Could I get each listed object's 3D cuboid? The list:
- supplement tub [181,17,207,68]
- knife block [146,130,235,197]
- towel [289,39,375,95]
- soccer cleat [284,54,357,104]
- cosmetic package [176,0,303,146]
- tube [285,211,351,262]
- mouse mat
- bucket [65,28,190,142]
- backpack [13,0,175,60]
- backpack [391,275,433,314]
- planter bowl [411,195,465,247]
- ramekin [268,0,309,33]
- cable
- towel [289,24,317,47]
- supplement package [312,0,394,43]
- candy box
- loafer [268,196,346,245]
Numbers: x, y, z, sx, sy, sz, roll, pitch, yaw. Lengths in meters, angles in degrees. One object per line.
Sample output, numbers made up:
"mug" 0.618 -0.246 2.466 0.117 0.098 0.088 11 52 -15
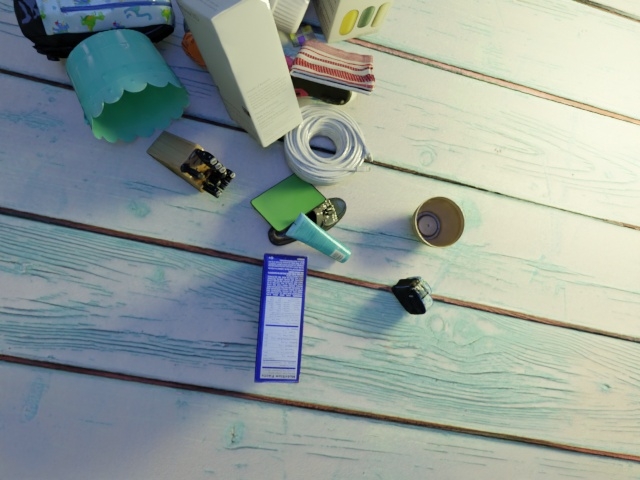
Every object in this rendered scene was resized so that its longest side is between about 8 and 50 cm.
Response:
"supplement tub" -0.279 -0.677 1.210 0.194 0.193 0.315 21 83 -7
"knife block" -0.366 -0.224 1.129 0.276 0.242 0.088 37 80 -4
"towel" 0.044 -0.521 1.209 0.237 0.328 0.037 12 127 -4
"soccer cleat" -0.038 -0.506 1.288 0.332 0.143 0.115 22 125 9
"cosmetic package" -0.201 -0.468 1.083 0.156 0.385 0.217 -38 55 -11
"tube" 0.000 0.000 1.230 0.207 0.052 0.080 32 92 -26
"mouse mat" -0.098 -0.120 1.238 0.190 0.007 0.152 -36 64 -18
"bucket" -0.524 -0.414 1.113 0.281 0.281 0.183 -29 89 -11
"backpack" -0.586 -0.627 1.115 0.356 0.290 0.273 -3 103 -16
"backpack" 0.296 0.170 1.273 0.084 0.105 0.114 -38 102 -31
"planter bowl" 0.358 -0.052 1.299 0.162 0.109 0.161 1 84 -9
"ramekin" -0.092 -0.740 1.245 0.109 0.207 0.207 21 82 -16
"cable" 0.012 -0.296 1.267 0.257 0.089 0.256 -14 80 -14
"towel" -0.059 -0.670 1.337 0.083 0.009 0.060 -21 89 -11
"supplement package" 0.101 -0.781 1.244 0.200 0.263 0.197 -18 88 -10
"candy box" -0.106 0.201 1.120 0.122 0.268 0.316 5 85 -5
"loafer" -0.032 -0.057 1.248 0.268 0.084 0.096 -27 90 -10
